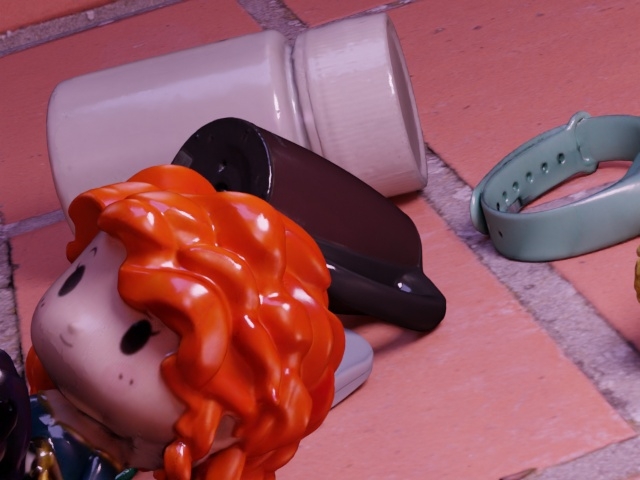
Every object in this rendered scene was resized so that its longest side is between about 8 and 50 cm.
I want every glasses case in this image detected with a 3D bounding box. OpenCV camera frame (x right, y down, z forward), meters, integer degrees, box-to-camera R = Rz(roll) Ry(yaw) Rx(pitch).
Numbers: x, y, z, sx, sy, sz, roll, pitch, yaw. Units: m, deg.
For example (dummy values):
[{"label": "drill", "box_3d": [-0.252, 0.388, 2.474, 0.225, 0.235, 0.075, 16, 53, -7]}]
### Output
[{"label": "glasses case", "box_3d": [-0.031, 0.125, 1.524, 0.178, 0.045, 0.067, -31, 45, -34]}]

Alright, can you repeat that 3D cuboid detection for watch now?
[{"label": "watch", "box_3d": [0.257, -0.055, 1.781, 0.195, 0.068, 0.237, -6, 26, 30]}]

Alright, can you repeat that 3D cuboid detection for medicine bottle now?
[{"label": "medicine bottle", "box_3d": [-0.086, -0.110, 1.953, 0.371, 0.211, 0.211, -12, 21, 8]}]

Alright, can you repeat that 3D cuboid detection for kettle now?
[{"label": "kettle", "box_3d": [0.000, 0.000, 1.611, 0.232, 0.144, 0.202, 19, 11, -42]}]

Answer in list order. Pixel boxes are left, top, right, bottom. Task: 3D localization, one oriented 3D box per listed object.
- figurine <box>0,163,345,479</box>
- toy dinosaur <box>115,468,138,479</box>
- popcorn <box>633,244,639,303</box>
[{"label": "figurine", "box_3d": [-0.175, 0.132, 1.255, 0.411, 0.306, 0.241, -28, 33, -26]}, {"label": "toy dinosaur", "box_3d": [-0.169, 0.178, 1.495, 0.132, 0.059, 0.096, -23, 28, 4]}, {"label": "popcorn", "box_3d": [0.309, 0.021, 1.435, 0.141, 0.135, 0.162, -5, 57, -25]}]
